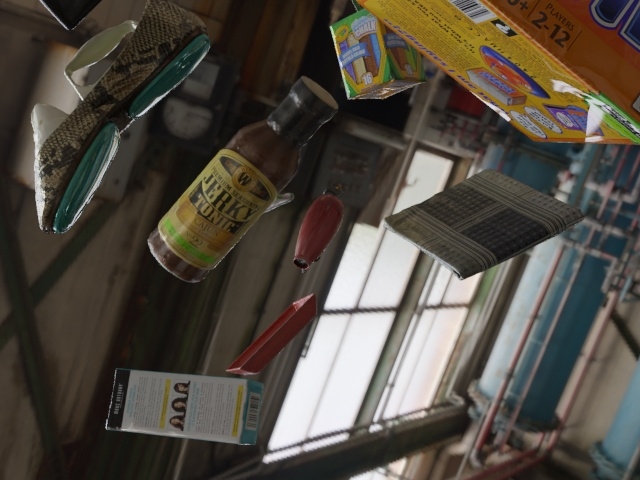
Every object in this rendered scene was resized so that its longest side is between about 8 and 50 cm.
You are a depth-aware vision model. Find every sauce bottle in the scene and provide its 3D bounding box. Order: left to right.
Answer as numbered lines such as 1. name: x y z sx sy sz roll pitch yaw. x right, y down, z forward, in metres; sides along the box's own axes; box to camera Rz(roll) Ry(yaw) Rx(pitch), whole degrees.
1. sauce bottle: -0.112 -0.090 1.259 0.111 0.344 0.111 37 -162 -14

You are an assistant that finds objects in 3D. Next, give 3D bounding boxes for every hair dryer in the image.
1. hair dryer: 0.000 0.000 1.956 0.080 0.223 0.293 17 -164 10

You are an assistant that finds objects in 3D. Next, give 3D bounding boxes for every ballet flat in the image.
1. ballet flat: -0.396 -0.241 1.550 0.182 0.482 0.164 33 166 4

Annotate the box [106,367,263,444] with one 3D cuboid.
1. box: -0.217 0.264 1.382 0.244 0.100 0.060 1 165 22

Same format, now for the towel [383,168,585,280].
1. towel: 0.338 -0.037 1.849 0.312 0.056 0.324 -26 -149 -15

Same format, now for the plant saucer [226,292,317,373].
1. plant saucer: -0.115 0.246 2.159 0.048 0.259 0.258 46 164 -3

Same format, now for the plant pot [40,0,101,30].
1. plant pot: -0.399 -0.487 1.378 0.167 0.188 0.187 38 -152 -36

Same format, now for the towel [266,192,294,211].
1. towel: -0.145 -0.085 1.897 0.113 0.023 0.152 -23 167 37

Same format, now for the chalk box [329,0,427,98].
1. chalk box: 0.162 -0.573 2.508 0.179 0.288 0.180 -15 177 40

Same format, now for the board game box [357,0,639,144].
1. board game box: 0.322 -0.370 1.122 0.357 0.356 0.356 35 179 -13
